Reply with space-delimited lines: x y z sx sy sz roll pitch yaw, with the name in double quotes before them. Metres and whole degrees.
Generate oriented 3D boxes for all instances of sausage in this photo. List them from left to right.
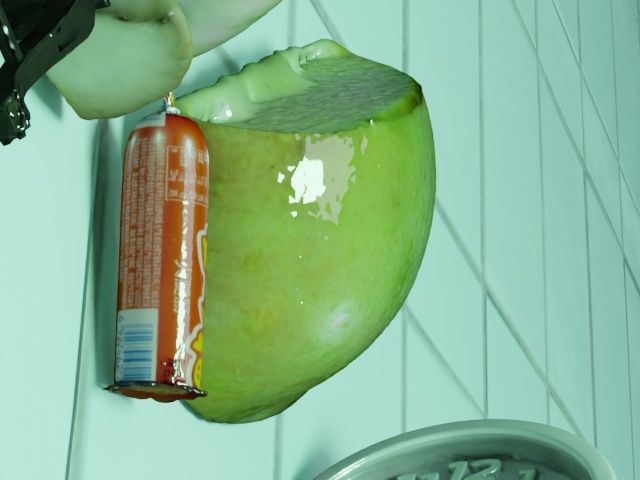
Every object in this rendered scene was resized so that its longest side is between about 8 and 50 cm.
"sausage" -0.073 0.001 0.874 0.050 0.048 0.145 40 50 -73

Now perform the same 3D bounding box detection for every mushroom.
"mushroom" -0.038 -0.160 0.874 0.173 0.162 0.236 53 36 -55

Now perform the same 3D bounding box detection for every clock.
"clock" 0.072 0.176 1.032 0.197 0.196 0.068 -64 142 -60

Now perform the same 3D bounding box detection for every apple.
"apple" 0.000 0.000 1.020 0.265 0.120 0.193 -33 124 -66

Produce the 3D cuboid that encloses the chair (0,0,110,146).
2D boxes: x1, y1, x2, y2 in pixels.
"chair" -0.131 -0.131 0.658 0.229 0.106 0.113 -70 148 -54
